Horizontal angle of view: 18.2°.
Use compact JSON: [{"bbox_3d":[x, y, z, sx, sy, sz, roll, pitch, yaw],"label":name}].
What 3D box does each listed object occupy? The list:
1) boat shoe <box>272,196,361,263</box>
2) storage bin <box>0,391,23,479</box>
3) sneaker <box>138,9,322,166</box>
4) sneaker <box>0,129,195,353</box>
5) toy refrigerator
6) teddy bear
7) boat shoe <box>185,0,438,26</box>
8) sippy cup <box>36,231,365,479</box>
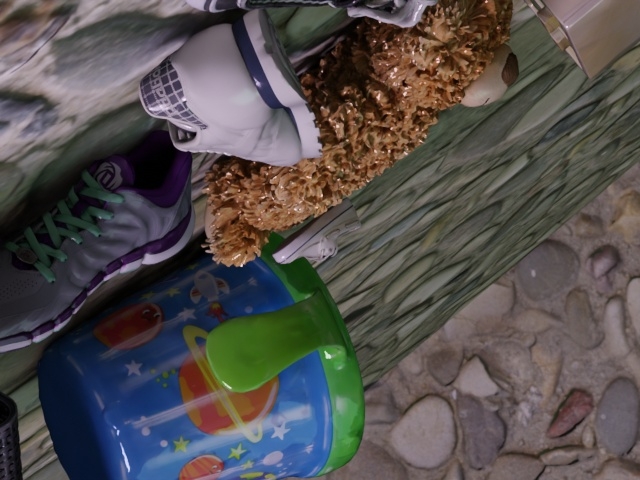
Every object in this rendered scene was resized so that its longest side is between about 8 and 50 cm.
[{"bbox_3d":[0.000,0.000,1.650,0.035,0.035,0.100,-29,-174,43],"label":"boat shoe"},{"bbox_3d":[-0.306,0.163,1.375,0.180,0.122,0.084,-31,135,-38],"label":"storage bin"},{"bbox_3d":[-0.058,-0.093,1.339,0.095,0.090,0.235,-26,166,3],"label":"sneaker"},{"bbox_3d":[-0.172,-0.010,1.348,0.224,0.083,0.098,-35,149,-41],"label":"sneaker"},{"bbox_3d":[0.212,-0.212,1.642,0.094,0.102,0.269,-39,170,6],"label":"toy refrigerator"},{"bbox_3d":[0.038,-0.092,1.552,0.338,0.113,0.245,-41,172,18],"label":"teddy bear"},{"bbox_3d":[0.045,-0.183,1.187,0.306,0.105,0.113,-28,165,-45],"label":"boat shoe"},{"bbox_3d":[-0.116,0.131,1.740,0.224,0.240,0.305,-21,138,-27],"label":"sippy cup"}]
